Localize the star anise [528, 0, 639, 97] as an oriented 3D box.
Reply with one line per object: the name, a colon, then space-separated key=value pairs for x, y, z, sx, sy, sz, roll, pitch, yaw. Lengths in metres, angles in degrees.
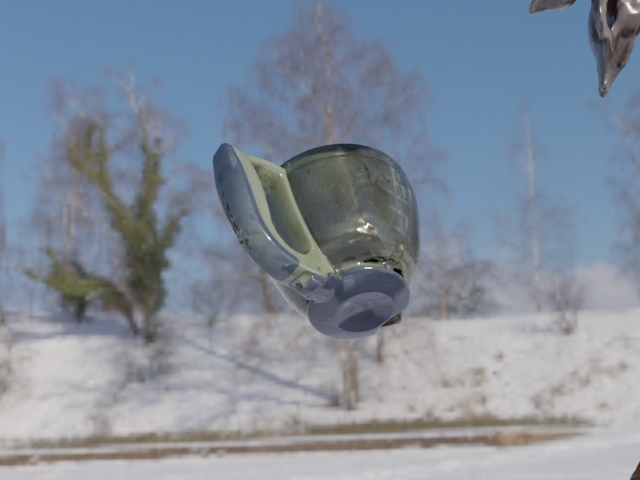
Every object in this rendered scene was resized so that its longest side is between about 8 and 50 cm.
star anise: x=0.192 y=-0.188 z=0.783 sx=0.182 sy=0.195 sz=0.065 roll=-44 pitch=1 yaw=-24

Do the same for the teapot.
teapot: x=0.010 y=-0.003 z=0.809 sx=0.111 sy=0.108 sz=0.149 roll=-21 pitch=-43 yaw=5

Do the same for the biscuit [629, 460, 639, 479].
biscuit: x=0.312 y=0.155 z=0.640 sx=0.318 sy=0.040 sz=0.318 roll=-3 pitch=23 yaw=1
